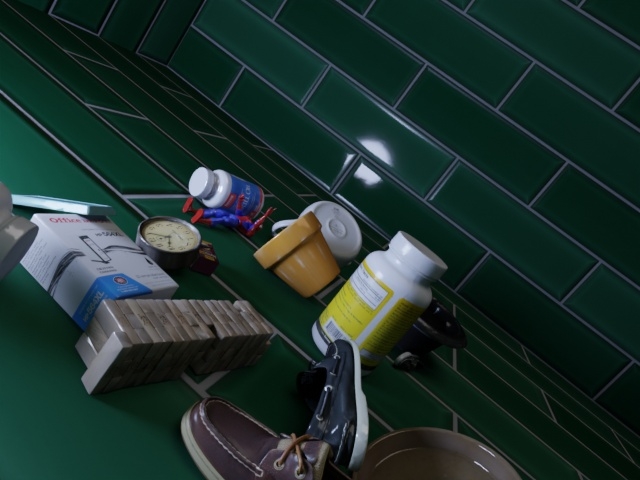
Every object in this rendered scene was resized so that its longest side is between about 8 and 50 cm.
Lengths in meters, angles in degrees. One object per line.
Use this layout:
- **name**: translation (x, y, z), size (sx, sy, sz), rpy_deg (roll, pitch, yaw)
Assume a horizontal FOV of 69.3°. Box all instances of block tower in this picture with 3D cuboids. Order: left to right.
- **block tower**: translation (-0.214, 0.157, 0.745), size (0.097, 0.091, 0.335), rpy_deg (43, 15, 27)

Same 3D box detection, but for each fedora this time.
- **fedora**: translation (0.309, 0.273, 1.483), size (0.334, 0.152, 0.334), rpy_deg (32, 18, -12)

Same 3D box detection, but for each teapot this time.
- **teapot**: translation (0.000, 0.000, 1.588), size (0.253, 0.187, 0.256), rpy_deg (-32, 85, -46)

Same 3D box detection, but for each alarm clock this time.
- **alarm clock**: translation (-0.334, 0.010, 0.963), size (0.129, 0.064, 0.192), rpy_deg (41, 31, 26)

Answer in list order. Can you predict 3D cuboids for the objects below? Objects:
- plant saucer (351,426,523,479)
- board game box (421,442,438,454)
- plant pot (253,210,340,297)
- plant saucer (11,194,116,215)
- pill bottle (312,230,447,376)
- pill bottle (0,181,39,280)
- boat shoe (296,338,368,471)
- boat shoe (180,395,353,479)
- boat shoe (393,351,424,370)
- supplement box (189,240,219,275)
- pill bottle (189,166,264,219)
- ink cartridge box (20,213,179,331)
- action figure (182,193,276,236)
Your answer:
- **plant saucer**: translation (0.188, 0.406, 0.742), size (0.278, 0.041, 0.278), rpy_deg (-1, 17, 0)
- **board game box**: translation (0.268, 0.486, 0.851), size (0.259, 0.030, 0.136), rpy_deg (49, -7, 39)
- **plant pot**: translation (-0.050, 0.051, 1.298), size (0.188, 0.205, 0.205), rpy_deg (52, 14, -1)
- **plant saucer**: translation (-0.459, -0.064, 0.819), size (0.192, 0.018, 0.067), rpy_deg (7, 5, 19)
- **pill bottle**: translation (0.145, 0.149, 1.120), size (0.188, 0.334, 0.188), rpy_deg (35, 14, -10)
- **pill bottle**: translation (-0.511, -0.051, 0.584), size (0.264, 0.146, 0.146), rpy_deg (32, 15, -15)
- **boat shoe**: translation (0.010, 0.275, 0.853), size (0.113, 0.127, 0.340), rpy_deg (12, 20, -5)
- **boat shoe**: translation (-0.028, 0.311, 0.623), size (0.342, 0.123, 0.123), rpy_deg (39, 14, 7)
- **boat shoe**: translation (0.259, 0.352, 1.332), size (0.142, 0.049, 0.040), rpy_deg (21, 21, -53)
- **supplement box**: translation (-0.277, 0.036, 1.074), size (0.055, 0.043, 0.083), rpy_deg (25, 18, -40)
- **pill bottle**: translation (-0.295, -0.149, 1.457), size (0.222, 0.124, 0.124), rpy_deg (19, 23, -48)
- **ink cartridge box**: translation (-0.360, 0.047, 0.752), size (0.203, 0.085, 0.148), rpy_deg (40, 14, 14)
- **action figure**: translation (-0.249, -0.089, 1.368), size (0.091, 0.139, 0.280), rpy_deg (47, 15, 31)
